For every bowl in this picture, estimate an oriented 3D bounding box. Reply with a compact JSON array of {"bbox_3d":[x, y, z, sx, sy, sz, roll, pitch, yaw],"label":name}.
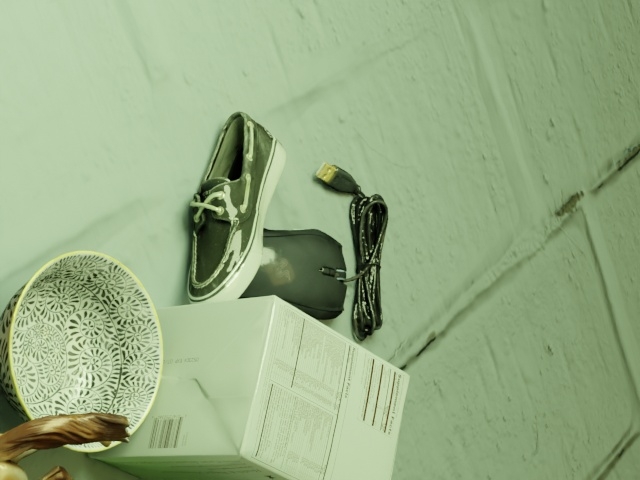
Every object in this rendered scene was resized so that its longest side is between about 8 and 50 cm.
[{"bbox_3d":[-0.222,0.096,1.271,0.170,0.080,0.170,12,74,-50],"label":"bowl"}]

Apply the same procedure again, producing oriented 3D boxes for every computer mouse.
[{"bbox_3d":[0.000,0.000,1.574,0.262,0.060,0.184,16,73,-49],"label":"computer mouse"}]

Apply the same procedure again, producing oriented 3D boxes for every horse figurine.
[{"bbox_3d":[-0.253,0.220,1.153,0.174,0.066,0.263,10,119,-49],"label":"horse figurine"}]

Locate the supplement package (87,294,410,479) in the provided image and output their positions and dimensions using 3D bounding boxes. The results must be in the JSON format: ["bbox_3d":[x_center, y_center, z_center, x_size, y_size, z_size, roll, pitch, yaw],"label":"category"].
[{"bbox_3d":[-0.062,0.160,1.365,0.203,0.194,0.149,33,60,-42],"label":"supplement package"}]

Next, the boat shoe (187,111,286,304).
[{"bbox_3d":[-0.096,-0.029,1.455,0.070,0.077,0.219,46,43,-37],"label":"boat shoe"}]
